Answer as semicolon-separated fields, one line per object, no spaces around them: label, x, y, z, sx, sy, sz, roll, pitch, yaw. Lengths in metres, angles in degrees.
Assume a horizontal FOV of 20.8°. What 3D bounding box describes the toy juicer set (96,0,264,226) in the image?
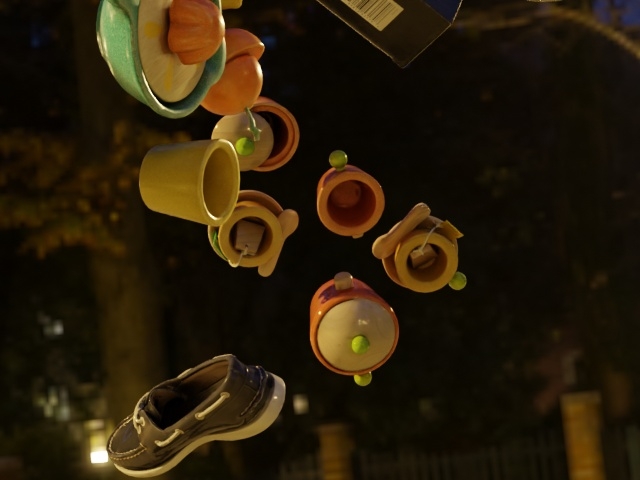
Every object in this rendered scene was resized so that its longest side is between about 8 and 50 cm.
toy juicer set;-0.101;-0.186;1.320;0.090;0.209;0.329;5;-42;25

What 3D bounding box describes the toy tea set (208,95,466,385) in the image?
toy tea set;0.000;0.000;1.844;0.336;0.200;0.124;39;9;-19

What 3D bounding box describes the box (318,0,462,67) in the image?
box;0.076;-0.299;1.862;0.156;0.158;0.093;36;-44;-14

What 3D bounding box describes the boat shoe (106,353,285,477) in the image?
boat shoe;-0.074;0.090;0.903;0.125;0.046;0.038;-21;-45;42
